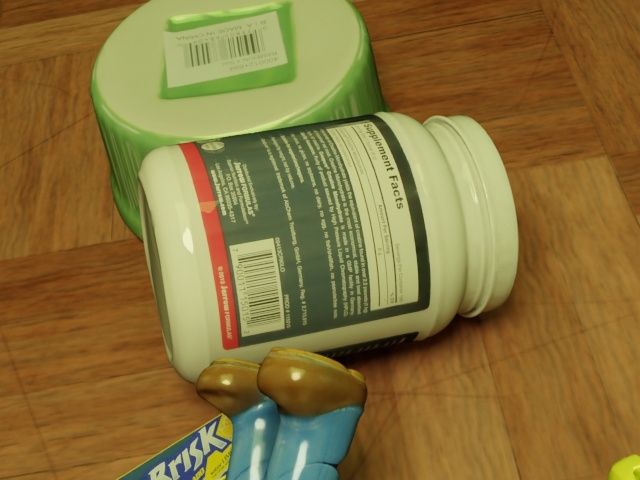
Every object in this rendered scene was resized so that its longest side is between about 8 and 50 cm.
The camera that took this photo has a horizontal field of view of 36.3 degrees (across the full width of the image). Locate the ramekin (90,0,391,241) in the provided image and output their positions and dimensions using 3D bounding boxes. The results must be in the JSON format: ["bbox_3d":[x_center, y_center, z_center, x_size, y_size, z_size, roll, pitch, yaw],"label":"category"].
[{"bbox_3d":[-0.079,-0.134,0.973,0.303,0.148,0.303,-5,48,6],"label":"ramekin"}]

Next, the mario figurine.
[{"bbox_3d":[-0.066,0.222,0.582,0.170,0.198,0.321,7,70,4],"label":"mario figurine"}]

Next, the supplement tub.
[{"bbox_3d":[0.000,0.000,0.793,0.272,0.191,0.191,-10,46,-14],"label":"supplement tub"}]

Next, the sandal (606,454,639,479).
[{"bbox_3d":[0.162,0.243,0.611,0.317,0.126,0.138,-27,53,-12],"label":"sandal"}]

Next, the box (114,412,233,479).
[{"bbox_3d":[-0.074,0.175,0.753,0.169,0.059,0.054,-31,47,-17],"label":"box"}]
